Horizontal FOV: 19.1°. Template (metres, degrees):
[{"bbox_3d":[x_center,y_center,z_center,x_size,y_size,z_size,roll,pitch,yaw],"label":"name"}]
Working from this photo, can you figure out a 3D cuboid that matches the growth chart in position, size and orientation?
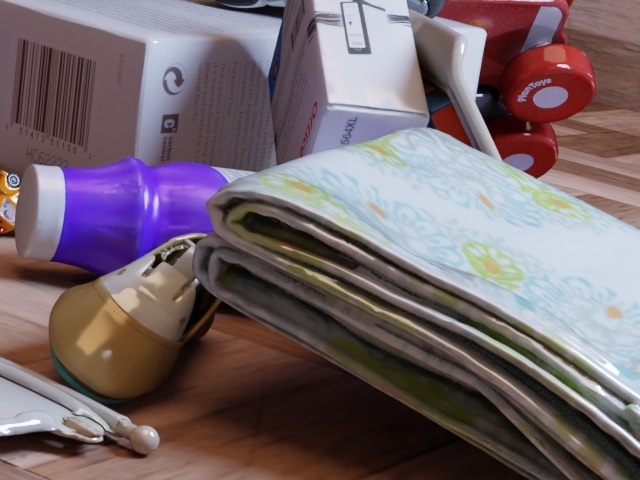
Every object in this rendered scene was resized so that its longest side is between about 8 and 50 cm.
[{"bbox_3d":[-0.224,0.081,0.973,0.237,0.021,0.172,0,15,-44],"label":"growth chart"}]

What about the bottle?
[{"bbox_3d":[-0.073,-0.005,1.359,0.283,0.092,0.118,6,13,-22],"label":"bottle"}]

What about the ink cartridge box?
[{"bbox_3d":[0.018,-0.115,1.504,0.086,0.148,0.203,5,45,-13],"label":"ink cartridge box"}]

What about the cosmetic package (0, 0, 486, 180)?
[{"bbox_3d":[-0.078,-0.137,1.758,0.230,0.161,0.453,20,19,39],"label":"cosmetic package"}]

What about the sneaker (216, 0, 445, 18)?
[{"bbox_3d":[0.015,-0.245,1.739,0.229,0.086,0.132,11,12,16],"label":"sneaker"}]

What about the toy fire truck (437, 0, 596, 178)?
[{"bbox_3d":[0.144,-0.187,2.072,0.254,0.302,0.169,2,57,-13],"label":"toy fire truck"}]

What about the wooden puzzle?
[{"bbox_3d":[0.113,-0.058,1.505,0.044,0.238,0.221,-23,16,-4],"label":"wooden puzzle"}]

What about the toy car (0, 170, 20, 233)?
[{"bbox_3d":[-0.263,-0.021,1.450,0.122,0.060,0.040,-1,46,39],"label":"toy car"}]

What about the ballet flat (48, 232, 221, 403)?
[{"bbox_3d":[-0.103,0.034,1.143,0.080,0.073,0.232,39,12,-1],"label":"ballet flat"}]

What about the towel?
[{"bbox_3d":[0.130,0.036,1.164,0.321,0.090,0.374,31,19,17],"label":"towel"}]
